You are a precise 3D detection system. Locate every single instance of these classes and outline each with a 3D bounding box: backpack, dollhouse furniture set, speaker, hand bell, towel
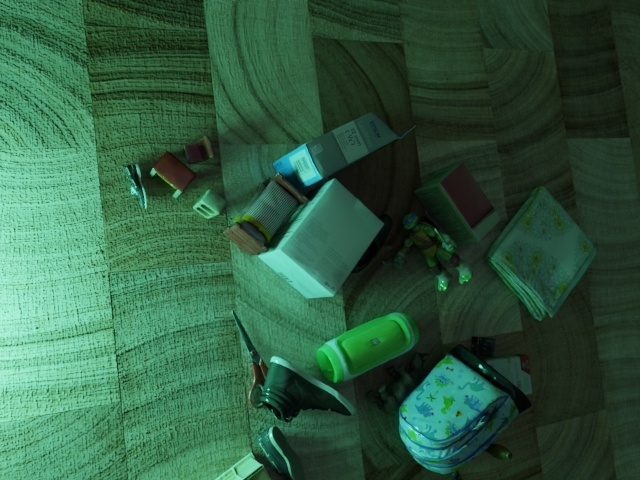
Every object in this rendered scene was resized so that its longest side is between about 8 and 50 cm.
[{"bbox_3d":[0.393,0.508,1.870,0.355,0.290,0.273,-49,141,-3],"label":"backpack"},{"bbox_3d":[-0.249,-0.147,1.724,0.374,0.152,0.201,40,70,-15],"label":"dollhouse furniture set"},{"bbox_3d":[0.142,0.311,1.859,0.296,0.131,0.131,-20,92,-25],"label":"speaker"},{"bbox_3d":[0.490,0.619,1.909,0.126,0.242,0.126,2,85,-26],"label":"hand bell"},{"bbox_3d":[0.772,0.045,2.192,0.320,0.090,0.374,47,68,-13],"label":"towel"}]

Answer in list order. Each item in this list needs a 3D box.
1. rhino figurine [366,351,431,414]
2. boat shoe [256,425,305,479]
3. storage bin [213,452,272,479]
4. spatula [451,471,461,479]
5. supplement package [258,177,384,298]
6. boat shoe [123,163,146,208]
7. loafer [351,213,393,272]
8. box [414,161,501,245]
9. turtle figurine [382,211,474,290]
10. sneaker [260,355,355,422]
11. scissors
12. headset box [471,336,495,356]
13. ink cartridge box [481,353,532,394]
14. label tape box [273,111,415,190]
[{"bbox_3d":[0.254,0.428,1.923,0.243,0.073,0.106,-41,104,-25],"label":"rhino figurine"},{"bbox_3d":[-0.109,0.612,1.759,0.065,0.075,0.206,-23,102,18],"label":"boat shoe"},{"bbox_3d":[-0.205,0.755,1.653,0.260,0.123,0.262,-32,97,-23],"label":"storage bin"},{"bbox_3d":[0.459,0.865,1.984,0.084,0.030,0.297,-18,91,-23],"label":"spatula"},{"bbox_3d":[0.000,0.000,1.792,0.199,0.198,0.263,41,70,-14],"label":"supplement package"},{"bbox_3d":[-0.490,-0.143,1.675,0.038,0.046,0.125,-13,86,-25],"label":"boat shoe"},{"bbox_3d":[0.159,0.009,1.928,0.076,0.078,0.223,43,69,-14],"label":"loafer"},{"bbox_3d":[0.439,-0.113,2.029,0.127,0.148,0.232,-41,101,-23],"label":"box"},{"bbox_3d":[0.332,0.060,1.940,0.198,0.275,0.266,-42,108,13],"label":"turtle figurine"},{"bbox_3d":[-0.045,0.456,1.763,0.295,0.104,0.147,34,68,-18],"label":"sneaker"},{"bbox_3d":[-0.175,0.329,1.776,0.109,0.021,0.297,-11,87,-24],"label":"scissors"},{"bbox_3d":[0.540,0.351,2.082,0.083,0.032,0.062,10,80,-21],"label":"headset box"},{"bbox_3d":[0.598,0.446,2.074,0.175,0.072,0.128,-2,85,-24],"label":"ink cartridge box"},{"bbox_3d":[0.066,-0.270,1.826,0.347,0.249,0.115,-31,97,-24],"label":"label tape box"}]
